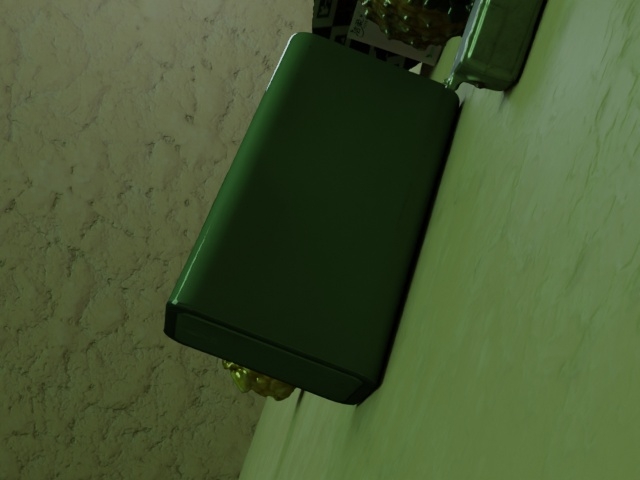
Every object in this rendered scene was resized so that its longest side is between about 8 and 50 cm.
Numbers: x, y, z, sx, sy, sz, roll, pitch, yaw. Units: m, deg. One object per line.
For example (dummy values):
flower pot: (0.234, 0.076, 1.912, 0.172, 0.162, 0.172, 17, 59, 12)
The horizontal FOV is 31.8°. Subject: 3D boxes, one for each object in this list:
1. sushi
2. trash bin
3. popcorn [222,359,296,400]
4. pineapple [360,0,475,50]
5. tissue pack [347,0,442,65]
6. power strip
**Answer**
sushi: (0.064, -0.384, 1.800, 0.339, 0.069, 0.320, -36, -39, -41)
trash bin: (-0.004, -0.025, 1.211, 0.158, 0.223, 0.343, 115, 175, -69)
popcorn: (-0.078, 0.215, 2.106, 0.194, 0.163, 0.140, -38, 10, -23)
pineapple: (0.131, -0.276, 1.104, 0.279, 0.158, 0.157, -170, 99, -78)
tissue pack: (0.146, -0.394, 1.633, 0.092, 0.149, 0.246, -75, 3, -53)
power strip: (0.173, -0.248, 0.934, 0.078, 0.052, 0.272, -161, 91, -88)
